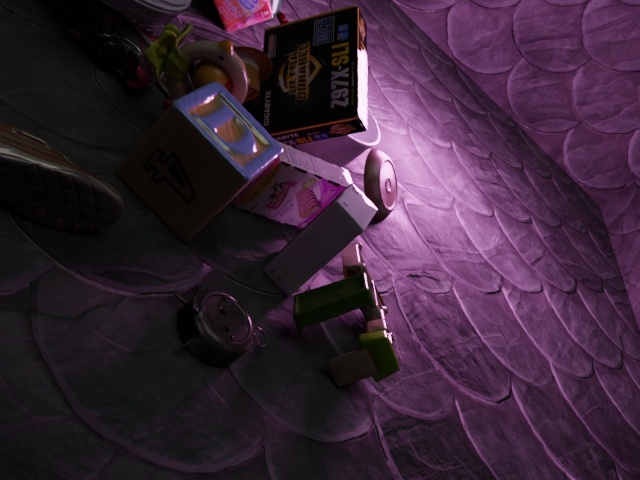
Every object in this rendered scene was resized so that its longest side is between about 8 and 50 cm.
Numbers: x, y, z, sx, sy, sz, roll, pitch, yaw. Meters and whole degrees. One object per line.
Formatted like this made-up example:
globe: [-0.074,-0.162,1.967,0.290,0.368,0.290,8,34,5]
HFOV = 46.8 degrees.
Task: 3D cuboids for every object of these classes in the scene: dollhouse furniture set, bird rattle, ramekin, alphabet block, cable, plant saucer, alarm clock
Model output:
dollhouse furniture set: [0.051,0.150,1.534,0.301,0.151,0.198,-91,159,-71]
bird rattle: [-0.246,-0.304,1.475,0.143,0.206,0.254,-74,154,-60]
ramekin: [0.015,-0.320,1.968,0.277,0.135,0.277,33,34,-26]
alphabet block: [-0.224,-0.151,1.391,0.193,0.197,0.192,47,30,-4]
cable: [-0.383,-0.549,1.504,0.257,0.089,0.257,38,31,-23]
plant saucer: [0.166,-0.148,1.963,0.198,0.036,0.199,-1,90,-66]
alarm clock: [-0.160,0.150,1.269,0.192,0.064,0.129,23,38,-43]

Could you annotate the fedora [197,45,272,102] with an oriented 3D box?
fedora: [-0.198,-0.372,1.713,0.194,0.194,0.079,9,60,-48]

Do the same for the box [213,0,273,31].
box: [-0.234,-0.741,2.059,0.154,0.142,0.300,70,6,-50]

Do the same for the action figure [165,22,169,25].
action figure: [-0.447,-0.624,1.665,0.330,0.178,0.341,49,31,7]

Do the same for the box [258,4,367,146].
box: [-0.017,-0.393,1.790,0.079,0.257,0.322,47,41,-59]

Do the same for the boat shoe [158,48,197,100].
boat shoe: [-0.246,-0.301,1.638,0.285,0.092,0.103,48,31,0]

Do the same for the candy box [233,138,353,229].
candy box: [-0.059,-0.113,1.604,0.233,0.159,0.071,17,41,-42]

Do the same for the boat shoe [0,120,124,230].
boat shoe: [-0.449,-0.117,1.134,0.324,0.123,0.116,27,34,-37]

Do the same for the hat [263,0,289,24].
hat: [-0.166,-0.668,2.232,0.172,0.184,0.208,-15,27,-24]

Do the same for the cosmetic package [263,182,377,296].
cosmetic package: [0.000,0.000,1.479,0.085,0.231,0.117,46,30,-5]

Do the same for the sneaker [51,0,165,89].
sneaker: [-0.441,-0.437,1.511,0.299,0.121,0.112,41,37,-11]

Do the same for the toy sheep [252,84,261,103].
toy sheep: [-0.180,-0.404,1.856,0.091,0.091,0.132,-25,89,-59]
